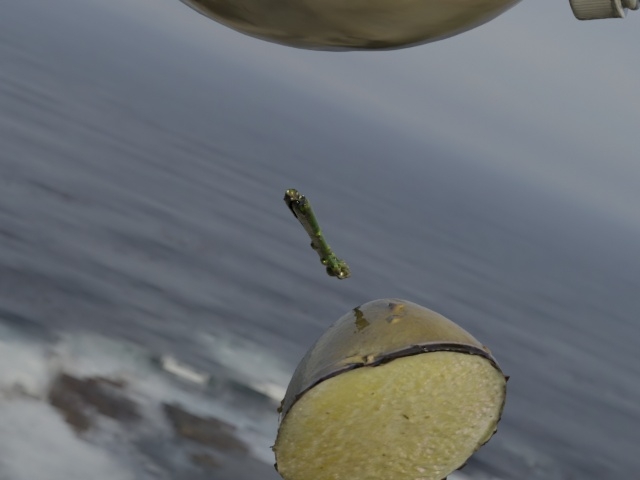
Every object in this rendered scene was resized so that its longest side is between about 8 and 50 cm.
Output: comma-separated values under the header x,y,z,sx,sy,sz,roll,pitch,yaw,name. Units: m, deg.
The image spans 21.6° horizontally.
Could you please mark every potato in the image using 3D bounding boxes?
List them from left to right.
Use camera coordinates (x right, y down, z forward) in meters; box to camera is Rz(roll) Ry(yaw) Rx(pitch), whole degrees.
x,y,z,sx,sy,sz,roll,pitch,yaw,name
0.048,0.110,1.346,0.182,0.202,0.117,5,45,-16,potato

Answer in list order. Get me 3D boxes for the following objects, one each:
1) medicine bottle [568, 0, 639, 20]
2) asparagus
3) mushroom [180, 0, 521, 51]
x,y,z,sx,sy,sz,roll,pitch,yaw,name
0.273,-0.224,1.271,0.168,0.105,0.105,-3,-3,19,medicine bottle
0.000,0.000,1.490,0.023,0.022,0.233,-10,-18,8,asparagus
-0.009,-0.215,0.525,0.290,0.297,0.297,16,9,-37,mushroom
